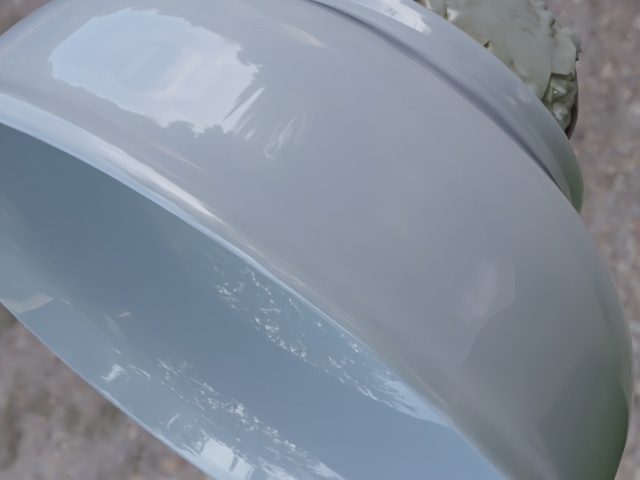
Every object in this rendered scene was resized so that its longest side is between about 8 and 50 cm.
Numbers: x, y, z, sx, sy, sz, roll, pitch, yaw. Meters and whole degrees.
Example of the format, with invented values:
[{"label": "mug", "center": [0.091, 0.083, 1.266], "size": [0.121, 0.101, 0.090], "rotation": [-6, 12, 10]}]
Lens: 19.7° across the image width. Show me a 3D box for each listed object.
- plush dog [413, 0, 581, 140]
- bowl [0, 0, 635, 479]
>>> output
[{"label": "plush dog", "center": [-0.016, -0.109, 0.968], "size": [0.225, 0.210, 0.262], "rotation": [-47, 57, 55]}, {"label": "bowl", "center": [0.000, 0.000, 0.655], "size": [0.298, 0.298, 0.134], "rotation": [10, 59, 54]}]
